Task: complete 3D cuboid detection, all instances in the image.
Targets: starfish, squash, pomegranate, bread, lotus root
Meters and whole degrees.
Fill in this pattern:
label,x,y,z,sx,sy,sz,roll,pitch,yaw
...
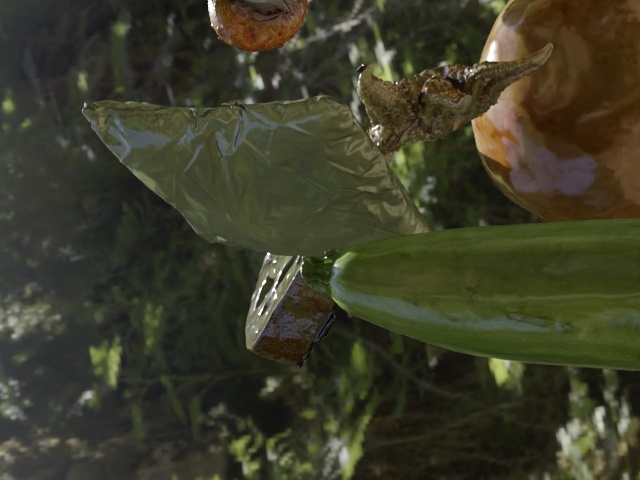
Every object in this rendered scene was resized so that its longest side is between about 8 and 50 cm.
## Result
label,x,y,z,sx,sy,sz,roll,pitch,yaw
starfish,0.098,-0.147,1.298,0.293,0.301,0.084,144,108,-77
squash,0.162,0.044,0.959,0.118,0.370,0.118,-1,-90,-70
pomegranate,0.392,-0.190,1.619,0.411,0.411,0.412,-13,-90,-68
bread,-0.087,-0.360,1.762,0.139,0.095,0.269,30,-146,-12
lotus root,0.000,0.000,1.803,0.391,0.111,0.375,-67,11,-8

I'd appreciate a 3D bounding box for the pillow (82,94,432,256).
label,x,y,z,sx,sy,sz,roll,pitch,yaw
pillow,-0.055,-0.055,1.188,0.274,0.280,0.076,49,-130,-53
